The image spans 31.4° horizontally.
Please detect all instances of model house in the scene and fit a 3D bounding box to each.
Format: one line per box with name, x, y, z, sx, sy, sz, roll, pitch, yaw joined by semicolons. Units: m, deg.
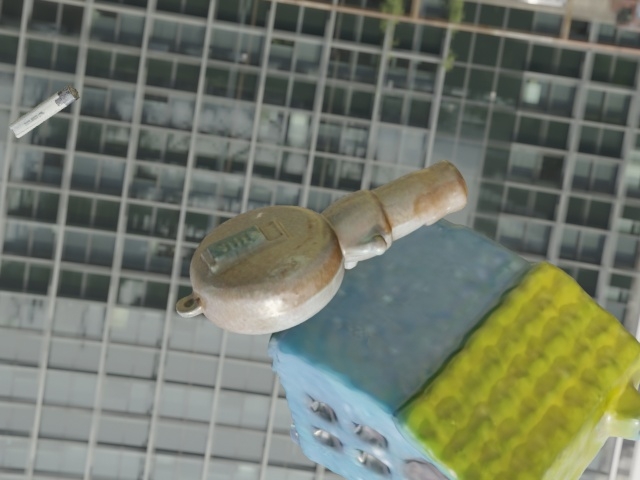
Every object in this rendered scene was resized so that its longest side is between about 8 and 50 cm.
model house;0.137;0.134;1.057;0.303;0.216;0.237;27;-124;33

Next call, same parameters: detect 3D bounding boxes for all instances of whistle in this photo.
whistle;0.000;0.000;0.790;0.220;0.057;0.107;-23;-145;-11

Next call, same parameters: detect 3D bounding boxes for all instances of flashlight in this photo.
flashlight;-0.301;-0.141;1.243;0.083;0.018;0.018;-30;-161;15
